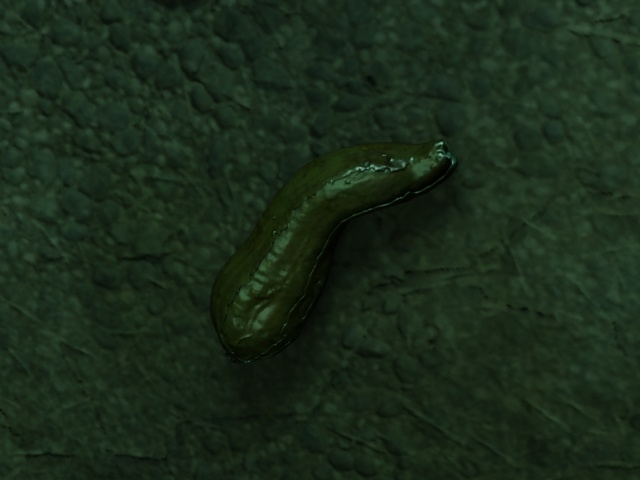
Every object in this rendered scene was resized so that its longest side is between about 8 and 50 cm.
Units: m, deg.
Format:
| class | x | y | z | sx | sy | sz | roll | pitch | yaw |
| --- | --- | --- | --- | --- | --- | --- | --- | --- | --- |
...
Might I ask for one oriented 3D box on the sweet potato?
| class | x | y | z | sx | sy | sz | roll | pitch | yaw |
| --- | --- | --- | --- | --- | --- | --- | --- | --- | --- |
| sweet potato | -0.004 | -0.004 | 1.247 | 0.081 | 0.062 | 0.233 | 35 | 115 | -17 |
